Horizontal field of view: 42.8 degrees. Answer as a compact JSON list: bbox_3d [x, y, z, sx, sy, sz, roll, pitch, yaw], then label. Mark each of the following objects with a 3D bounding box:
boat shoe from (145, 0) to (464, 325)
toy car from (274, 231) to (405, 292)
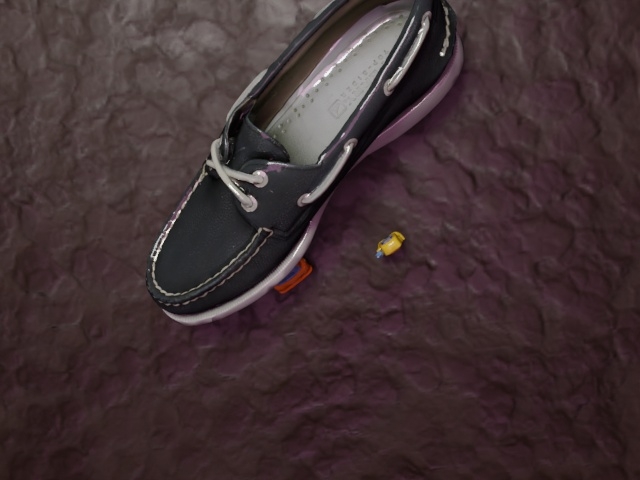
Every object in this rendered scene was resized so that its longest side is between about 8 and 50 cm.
[{"bbox_3d":[-0.028,-0.067,0.577,0.114,0.091,0.302,41,92,27],"label":"boat shoe"},{"bbox_3d":[0.000,0.000,0.624,0.122,0.040,0.060,-21,95,6],"label":"toy car"}]
